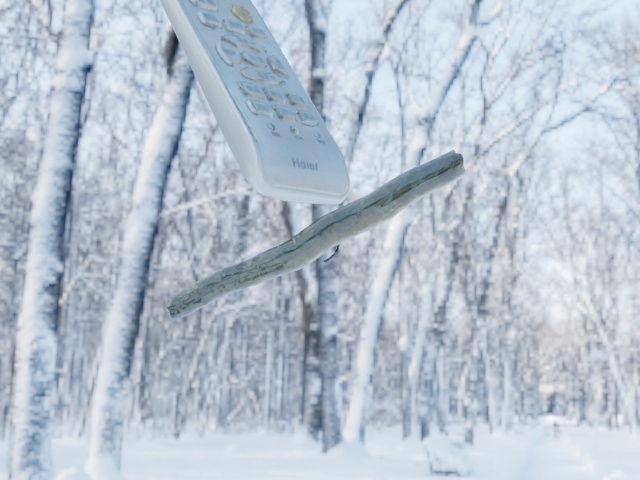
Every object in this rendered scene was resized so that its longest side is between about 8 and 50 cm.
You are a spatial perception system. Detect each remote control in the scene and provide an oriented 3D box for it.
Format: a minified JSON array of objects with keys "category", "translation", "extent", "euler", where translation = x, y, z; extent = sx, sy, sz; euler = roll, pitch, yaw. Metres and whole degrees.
[{"category":"remote control","translation":[-0.080,-0.154,0.868],"extent":[0.109,0.313,0.055],"euler":[5,-42,-47]}]

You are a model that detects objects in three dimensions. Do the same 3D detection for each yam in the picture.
[{"category":"yam","translation":[-0.001,-0.001,0.689],"extent":[0.234,0.027,0.029],"euler":[-27,-21,-7]}]
